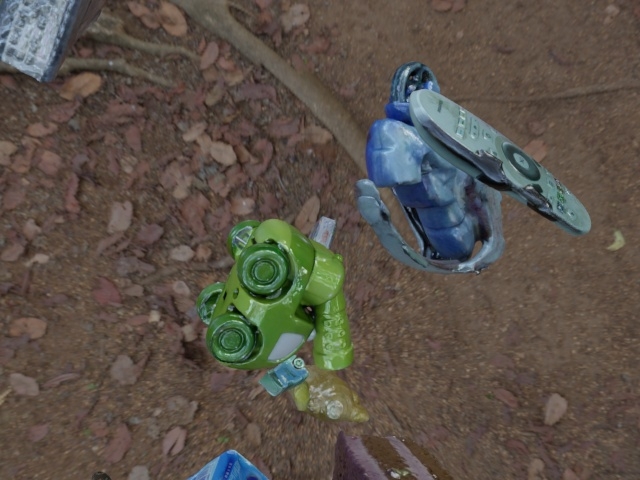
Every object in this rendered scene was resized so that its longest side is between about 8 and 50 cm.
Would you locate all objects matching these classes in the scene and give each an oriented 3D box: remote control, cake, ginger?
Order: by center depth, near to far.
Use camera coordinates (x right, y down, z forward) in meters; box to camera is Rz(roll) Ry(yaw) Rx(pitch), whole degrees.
[{"bbox_3d":[0.081,0.278,0.782,0.116,0.295,0.113,12,84,-8],"label":"cake"},{"bbox_3d":[0.199,-0.083,0.839,0.256,0.097,0.045,33,126,-8],"label":"remote control"},{"bbox_3d":[0.004,0.332,1.657,0.216,0.157,0.102,31,108,44],"label":"ginger"}]

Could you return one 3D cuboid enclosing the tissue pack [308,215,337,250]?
[{"bbox_3d":[0.000,0.000,1.239,0.035,0.083,0.063,20,79,-7],"label":"tissue pack"}]

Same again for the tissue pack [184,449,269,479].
[{"bbox_3d":[-0.212,0.555,1.395,0.146,0.263,0.198,43,117,-15],"label":"tissue pack"}]

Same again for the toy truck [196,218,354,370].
[{"bbox_3d":[-0.043,0.070,0.945,0.210,0.148,0.187,6,105,-16],"label":"toy truck"}]

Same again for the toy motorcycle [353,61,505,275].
[{"bbox_3d":[0.172,-0.084,1.113,0.182,0.241,0.319,-21,126,24],"label":"toy motorcycle"}]

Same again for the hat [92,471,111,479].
[{"bbox_3d":[-0.426,0.521,1.547,0.050,0.121,0.121,-19,82,-8],"label":"hat"}]

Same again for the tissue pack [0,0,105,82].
[{"bbox_3d":[-0.379,-0.482,1.193,0.124,0.288,0.394,27,125,-15],"label":"tissue pack"}]

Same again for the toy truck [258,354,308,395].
[{"bbox_3d":[-0.104,0.219,1.486,0.081,0.067,0.175,-25,74,-37],"label":"toy truck"}]
